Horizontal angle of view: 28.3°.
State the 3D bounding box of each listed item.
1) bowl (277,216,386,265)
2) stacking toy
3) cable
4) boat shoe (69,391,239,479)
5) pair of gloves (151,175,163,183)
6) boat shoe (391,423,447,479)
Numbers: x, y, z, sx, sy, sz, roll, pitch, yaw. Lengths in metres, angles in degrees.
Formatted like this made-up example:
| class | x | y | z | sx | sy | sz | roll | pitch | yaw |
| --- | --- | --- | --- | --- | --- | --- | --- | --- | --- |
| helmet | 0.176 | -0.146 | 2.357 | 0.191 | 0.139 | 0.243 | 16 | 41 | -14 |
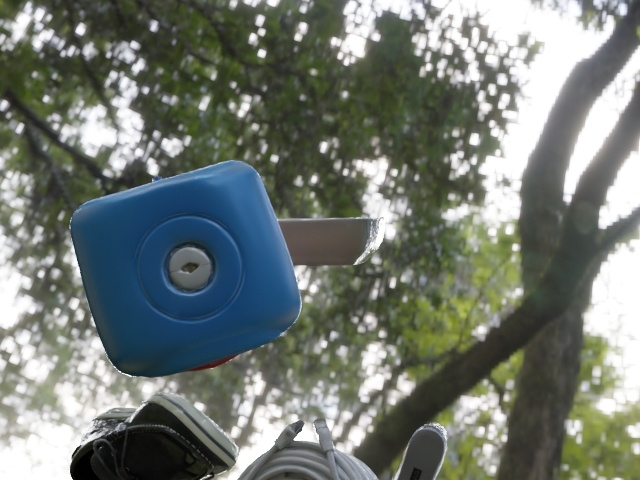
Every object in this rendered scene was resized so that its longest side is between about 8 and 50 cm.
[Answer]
| class | x | y | z | sx | sy | sz | roll | pitch | yaw |
| --- | --- | --- | --- | --- | --- | --- | --- | --- | --- |
| bowl | 0.000 | 0.000 | 1.408 | 0.142 | 0.142 | 0.053 | 0 | -87 | 11 |
| stacking toy | -0.136 | 0.047 | 1.199 | 0.175 | 0.165 | 0.302 | -17 | -6 | -13 |
| cable | -0.024 | 0.389 | 1.638 | 0.257 | 0.257 | 0.089 | -41 | -32 | 18 |
| boat shoe | -0.296 | 0.373 | 2.190 | 0.187 | 0.156 | 0.500 | 47 | -30 | -16 |
| pair of gloves | -0.197 | 0.008 | 1.761 | 0.023 | 0.159 | 0.198 | -22 | -61 | -18 |
| boat shoe | 0.092 | 0.247 | 1.271 | 0.049 | 0.040 | 0.142 | 27 | -78 | 14 |
